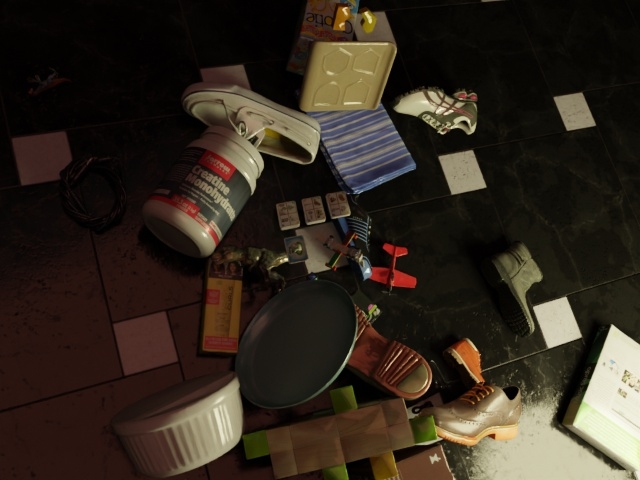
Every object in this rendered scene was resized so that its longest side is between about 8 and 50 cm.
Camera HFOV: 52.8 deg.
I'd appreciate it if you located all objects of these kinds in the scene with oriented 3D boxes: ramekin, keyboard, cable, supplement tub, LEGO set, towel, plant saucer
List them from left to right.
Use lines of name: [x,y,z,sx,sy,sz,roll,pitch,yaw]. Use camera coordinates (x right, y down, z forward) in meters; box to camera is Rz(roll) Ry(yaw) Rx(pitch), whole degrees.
cable: [-0.531,-0.114,1.506,0.150,0.047,0.185,-1,74,-18]
ramekin: [-0.278,0.376,1.319,0.272,0.273,0.127,-19,91,-22]
supplement tub: [-0.272,-0.114,1.511,0.191,0.191,0.272,33,66,-6]
plant saucer: [-0.049,0.230,1.424,0.044,0.317,0.318,49,59,-38]
LEGO set: [0.000,0.000,1.595,0.182,0.060,0.244,-12,56,-4]
towel: [0.099,-0.304,1.777,0.243,0.040,0.336,-24,81,-24]
keyboard: [0.234,0.382,1.609,0.180,0.023,0.108,-21,74,-22]

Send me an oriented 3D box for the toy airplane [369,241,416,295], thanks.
toy airplane: [0.190,0.072,1.690,0.151,0.028,0.151,5,71,-15]

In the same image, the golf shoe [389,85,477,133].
golf shoe: [0.332,-0.370,1.842,0.272,0.105,0.120,-2,81,-18]

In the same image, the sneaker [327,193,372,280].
sneaker: [0.098,-0.015,1.660,0.090,0.081,0.232,-18,78,-15]

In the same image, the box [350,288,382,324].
box: [0.099,0.175,1.614,0.083,0.052,0.062,44,64,0]

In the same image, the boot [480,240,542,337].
boot: [0.557,0.127,1.768,0.161,0.083,0.247,-20,81,-28]

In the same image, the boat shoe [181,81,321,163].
boat shoe: [-0.177,-0.269,1.621,0.367,0.136,0.157,18,54,-19]

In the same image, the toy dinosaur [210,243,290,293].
toy dinosaur: [-0.127,0.065,1.533,0.268,0.064,0.118,1,70,-42]

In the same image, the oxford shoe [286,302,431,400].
oxford shoe: [0.078,0.256,1.545,0.397,0.146,0.140,38,70,18]

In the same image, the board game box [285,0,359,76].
board game box: [0.012,-0.591,1.770,0.144,0.142,0.275,16,63,-13]

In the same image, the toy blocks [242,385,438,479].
toy blocks: [0.039,0.421,1.412,0.381,0.261,0.191,-13,78,-3]

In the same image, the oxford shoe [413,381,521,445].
oxford shoe: [0.351,0.394,1.522,0.363,0.130,0.133,11,95,-45]

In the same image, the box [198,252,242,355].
box: [-0.232,0.149,1.511,0.087,0.058,0.232,8,71,-16]

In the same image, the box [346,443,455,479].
box: [0.185,0.562,1.435,0.167,0.203,0.169,-14,77,-21]

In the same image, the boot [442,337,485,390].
boot: [0.395,0.326,1.661,0.084,0.059,0.158,-32,84,-29]

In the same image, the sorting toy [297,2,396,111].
sorting toy: [0.075,-0.464,1.656,0.229,0.307,0.041,-4,49,-19]

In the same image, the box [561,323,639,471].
box: [0.818,0.426,1.767,0.232,0.058,0.322,36,65,-4]

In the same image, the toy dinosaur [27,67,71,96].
toy dinosaur: [-0.662,-0.375,1.553,0.090,0.047,0.082,28,85,-19]
